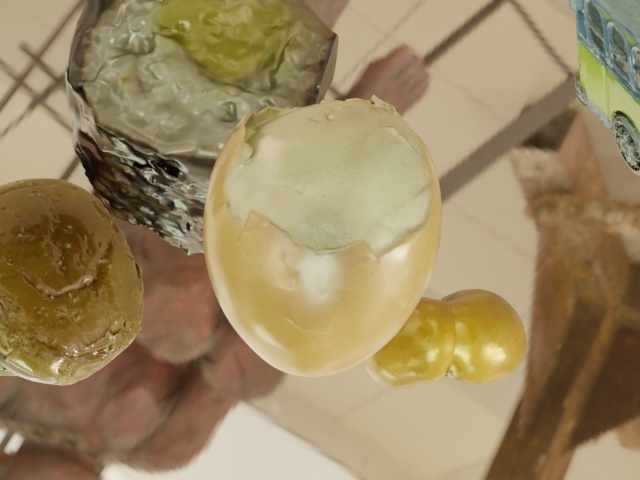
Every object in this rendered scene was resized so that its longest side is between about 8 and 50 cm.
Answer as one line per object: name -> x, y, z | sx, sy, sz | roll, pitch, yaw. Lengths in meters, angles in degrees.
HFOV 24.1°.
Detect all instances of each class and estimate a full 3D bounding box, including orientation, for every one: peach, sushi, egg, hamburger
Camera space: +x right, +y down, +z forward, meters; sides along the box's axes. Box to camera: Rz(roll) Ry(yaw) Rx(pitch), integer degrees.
peach -> 0.130, 0.105, 1.582 | 0.179, 0.103, 0.179 | -6, 175, 0
sushi -> -0.145, -0.163, 1.722 | 0.299, 0.281, 0.294 | 38, 162, 9
egg -> 0.000, 0.000, 1.264 | 0.201, 0.201, 0.244 | 17, 116, 21
hamburger -> -0.351, 0.052, 1.859 | 0.134, 0.285, 0.265 | -24, 96, 37

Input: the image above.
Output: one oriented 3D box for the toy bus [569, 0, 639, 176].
toy bus -> 0.321, -0.114, 1.153 | 0.312, 0.152, 0.190 | -121, 10, -45
